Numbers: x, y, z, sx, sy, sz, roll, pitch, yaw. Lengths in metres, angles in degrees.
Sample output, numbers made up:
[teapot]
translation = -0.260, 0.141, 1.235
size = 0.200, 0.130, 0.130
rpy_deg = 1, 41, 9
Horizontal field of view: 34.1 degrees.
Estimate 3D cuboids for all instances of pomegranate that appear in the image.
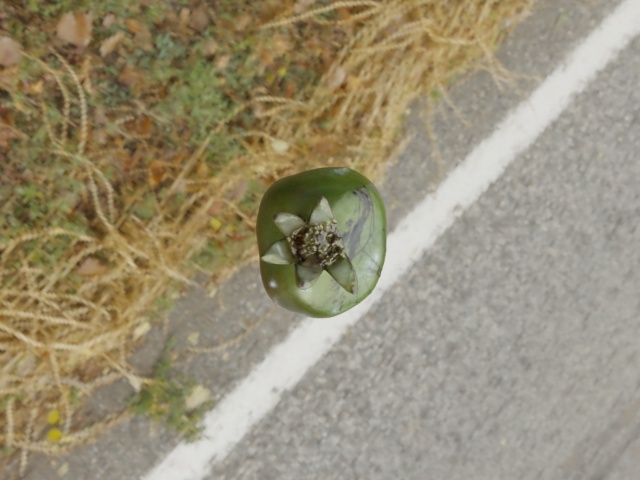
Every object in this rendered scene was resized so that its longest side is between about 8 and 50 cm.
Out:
[pomegranate]
translation = 0.000, 0.000, 1.012
size = 0.191, 0.131, 0.152
rpy_deg = 43, 43, -85
